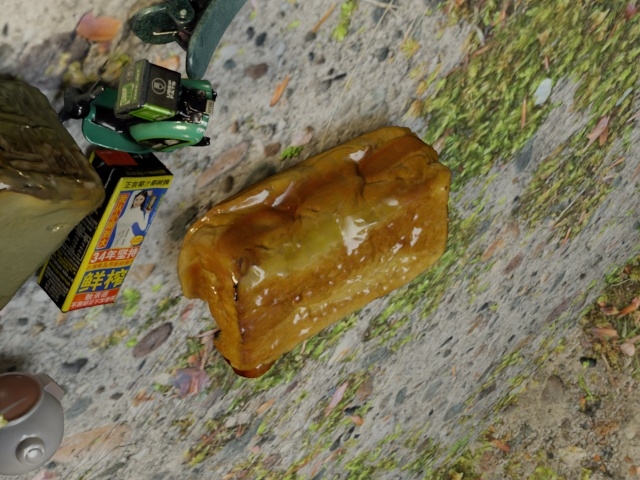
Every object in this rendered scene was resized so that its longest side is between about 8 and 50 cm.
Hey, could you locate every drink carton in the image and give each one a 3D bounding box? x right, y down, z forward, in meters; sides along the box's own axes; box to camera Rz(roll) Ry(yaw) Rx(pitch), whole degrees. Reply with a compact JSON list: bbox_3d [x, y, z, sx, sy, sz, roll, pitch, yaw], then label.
[{"bbox_3d":[-0.212,-0.011,0.898,0.071,0.056,0.165,-12,137,-55],"label":"drink carton"}]

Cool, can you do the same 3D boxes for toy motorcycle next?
[{"bbox_3d":[-0.155,-0.108,0.775,0.100,0.173,0.058,14,79,-38],"label":"toy motorcycle"}]

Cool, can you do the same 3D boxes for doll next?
[{"bbox_3d":[-0.380,0.231,0.910,0.287,0.151,0.151,-32,148,-27],"label":"doll"}]

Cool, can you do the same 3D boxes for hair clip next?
[{"bbox_3d":[-0.041,-0.250,0.815,0.275,0.083,0.048,-43,153,-16],"label":"hair clip"}]

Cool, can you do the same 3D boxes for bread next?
[{"bbox_3d":[-0.004,-0.005,1.071,0.344,0.149,0.195,-26,134,-27],"label":"bread"}]

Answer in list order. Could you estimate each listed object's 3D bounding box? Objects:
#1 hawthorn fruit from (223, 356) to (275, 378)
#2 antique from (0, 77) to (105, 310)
[{"bbox_3d":[-0.083,0.134,1.215,0.093,0.081,0.081,-35,149,-21],"label":"hawthorn fruit"},{"bbox_3d":[-0.312,0.007,0.734,0.284,0.150,0.125,-48,152,22],"label":"antique"}]
